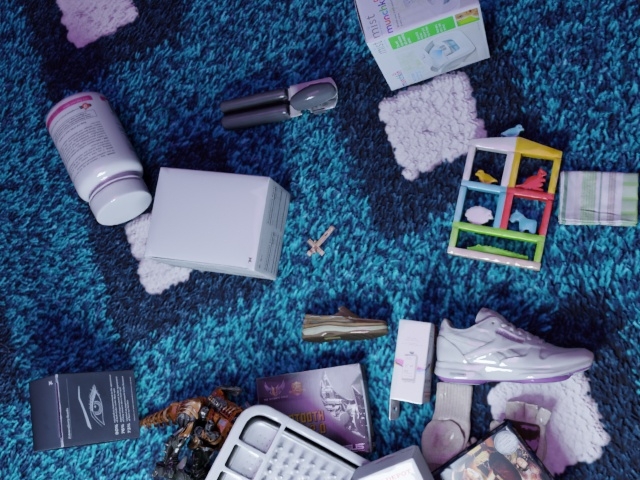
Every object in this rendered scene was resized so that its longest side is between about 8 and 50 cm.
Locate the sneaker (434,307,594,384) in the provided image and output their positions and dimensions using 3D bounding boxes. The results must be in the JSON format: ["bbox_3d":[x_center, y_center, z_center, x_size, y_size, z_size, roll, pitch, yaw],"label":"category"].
[{"bbox_3d":[0.371,0.205,1.605,0.304,0.114,0.152,-2,80,16],"label":"sneaker"}]

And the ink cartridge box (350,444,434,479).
[{"bbox_3d":[0.157,0.504,1.550,0.139,0.082,0.191,-26,89,14],"label":"ink cartridge box"}]

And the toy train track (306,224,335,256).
[{"bbox_3d":[0.000,0.000,1.805,0.048,0.014,0.083,42,92,19],"label":"toy train track"}]

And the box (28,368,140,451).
[{"bbox_3d":[-0.503,0.361,1.768,0.108,0.207,0.153,-19,73,36],"label":"box"}]

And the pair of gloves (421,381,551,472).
[{"bbox_3d":[0.319,0.396,1.622,0.240,0.042,0.204,13,84,19],"label":"pair of gloves"}]

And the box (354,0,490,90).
[{"bbox_3d":[0.212,-0.443,1.699,0.231,0.262,0.127,-17,76,11],"label":"box"}]

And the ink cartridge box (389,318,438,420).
[{"bbox_3d":[0.186,0.262,1.647,0.067,0.115,0.198,6,82,17],"label":"ink cartridge box"}]

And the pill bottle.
[{"bbox_3d":[-0.509,-0.188,1.911,0.160,0.160,0.283,-32,72,8],"label":"pill bottle"}]

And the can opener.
[{"bbox_3d":[-0.099,-0.313,1.850,0.283,0.095,0.076,-9,76,14],"label":"can opener"}]

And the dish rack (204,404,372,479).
[{"bbox_3d":[-0.064,0.507,1.597,0.332,0.072,0.286,29,72,-6],"label":"dish rack"}]

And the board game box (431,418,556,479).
[{"bbox_3d":[0.311,0.478,1.574,0.243,0.042,0.165,-39,85,13],"label":"board game box"}]

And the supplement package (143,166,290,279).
[{"bbox_3d":[-0.223,-0.037,1.807,0.261,0.145,0.204,7,82,17],"label":"supplement package"}]

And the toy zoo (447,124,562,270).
[{"bbox_3d":[0.384,-0.098,1.704,0.192,0.030,0.293,11,83,18],"label":"toy zoo"}]

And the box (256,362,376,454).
[{"bbox_3d":[-0.010,0.362,1.716,0.230,0.056,0.183,-10,77,14],"label":"box"}]

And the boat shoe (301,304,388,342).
[{"bbox_3d":[0.050,0.170,1.734,0.189,0.068,0.072,-4,67,16],"label":"boat shoe"}]

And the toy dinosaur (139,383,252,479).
[{"bbox_3d":[-0.250,0.411,1.750,0.322,0.164,0.219,-16,54,51],"label":"toy dinosaur"}]

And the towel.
[{"bbox_3d":[0.557,-0.086,1.656,0.151,0.023,0.113,2,81,16],"label":"towel"}]
